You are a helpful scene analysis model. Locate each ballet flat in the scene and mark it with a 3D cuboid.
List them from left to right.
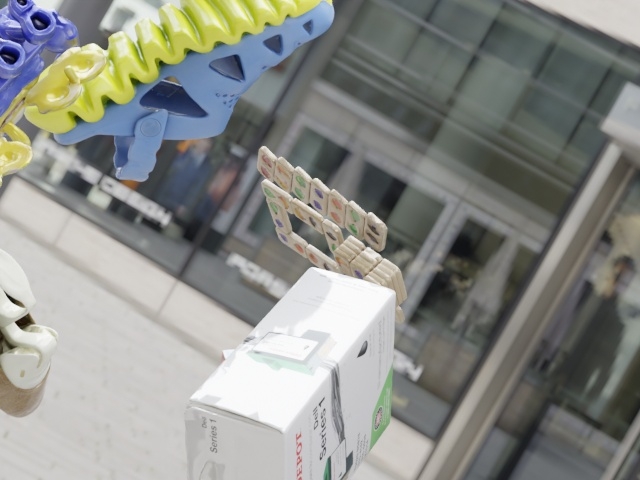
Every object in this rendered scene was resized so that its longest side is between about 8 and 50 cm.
[{"bbox_3d":[-0.419,0.101,1.710,0.124,0.116,0.342,-1,-59,30],"label":"ballet flat"}]

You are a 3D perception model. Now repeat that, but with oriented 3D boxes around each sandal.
[{"bbox_3d":[-0.128,-0.162,1.285,0.126,0.317,0.138,-104,167,-55],"label":"sandal"}]

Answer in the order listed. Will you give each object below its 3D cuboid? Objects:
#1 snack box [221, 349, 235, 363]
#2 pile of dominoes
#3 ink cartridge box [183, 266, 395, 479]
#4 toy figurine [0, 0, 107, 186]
[{"bbox_3d":[-0.080,0.199,1.697,0.064,0.022,0.178,-4,31,-17],"label":"snack box"},{"bbox_3d":[0.000,0.000,1.568,0.251,0.040,0.196,34,-25,37],"label":"pile of dominoes"},{"bbox_3d":[-0.021,0.150,1.109,0.093,0.160,0.219,15,35,21],"label":"ink cartridge box"},{"bbox_3d":[-0.273,-0.156,1.017,0.191,0.362,0.217,38,-32,-10],"label":"toy figurine"}]
